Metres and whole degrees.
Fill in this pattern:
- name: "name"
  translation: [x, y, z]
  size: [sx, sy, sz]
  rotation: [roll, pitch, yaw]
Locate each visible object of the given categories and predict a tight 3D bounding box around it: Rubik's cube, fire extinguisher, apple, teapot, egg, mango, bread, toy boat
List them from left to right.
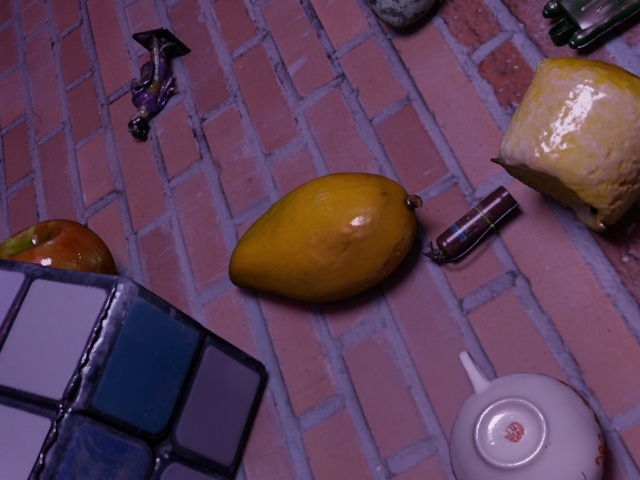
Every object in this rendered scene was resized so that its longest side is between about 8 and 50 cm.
- name: "apple"
  translation: [-0.407, 0.067, 1.265]
  size: [0.196, 0.196, 0.196]
  rotation: [-15, 56, 23]
- name: "Rubik's cube"
  translation: [-0.305, 0.227, 1.017]
  size: [0.313, 0.318, 0.316]
  rotation: [4, 64, 33]
- name: "mango"
  translation: [0.000, 0.000, 1.106]
  size: [0.316, 0.119, 0.177]
  rotation: [-15, 58, 34]
- name: "egg"
  translation: [0.125, -0.407, 1.256]
  size: [0.132, 0.132, 0.172]
  rotation: [2, 76, 32]
- name: "fire extinguisher"
  translation: [0.189, -0.013, 1.043]
  size: [0.132, 0.039, 0.056]
  rotation: [-40, 41, 5]
- name: "teapot"
  translation: [0.207, 0.206, 0.867]
  size: [0.159, 0.116, 0.245]
  rotation: [-40, 43, 19]
- name: "bread"
  translation: [0.307, -0.119, 0.946]
  size: [0.197, 0.197, 0.170]
  rotation: [38, 96, 40]
- name: "toy boat"
  translation: [0.397, -0.333, 1.098]
  size: [0.210, 0.052, 0.104]
  rotation: [-32, 48, 10]

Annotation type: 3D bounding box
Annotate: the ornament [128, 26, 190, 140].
- name: "ornament"
  translation: [-0.308, -0.281, 1.477]
  size: [0.088, 0.081, 0.203]
  rotation: [-2, 62, 31]
